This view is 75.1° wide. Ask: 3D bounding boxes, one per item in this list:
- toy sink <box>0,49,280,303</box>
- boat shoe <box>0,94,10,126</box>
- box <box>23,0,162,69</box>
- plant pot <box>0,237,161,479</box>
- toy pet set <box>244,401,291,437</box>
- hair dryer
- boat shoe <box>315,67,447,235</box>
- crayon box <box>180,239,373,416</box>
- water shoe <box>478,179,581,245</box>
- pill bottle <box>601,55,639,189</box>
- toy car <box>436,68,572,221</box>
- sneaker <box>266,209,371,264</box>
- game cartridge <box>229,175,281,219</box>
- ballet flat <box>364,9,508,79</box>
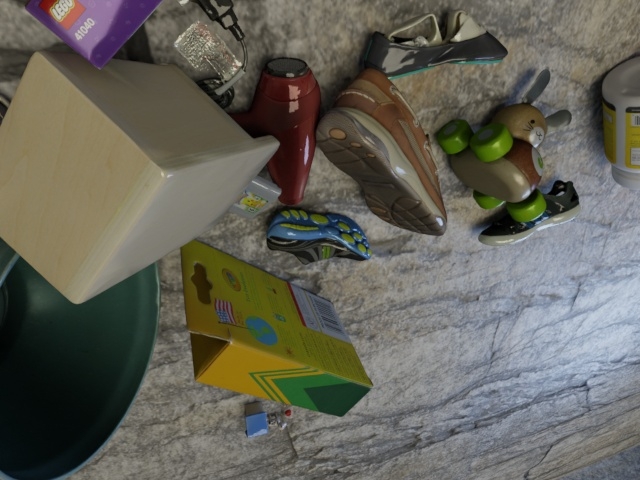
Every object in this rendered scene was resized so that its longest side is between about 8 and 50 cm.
[{"bbox_3d":[-0.166,-0.075,0.407,0.131,0.234,0.153,44,114,-2],"label":"toy sink"},{"bbox_3d":[-0.399,-0.070,0.437,0.206,0.065,0.075,-41,129,10],"label":"boat shoe"},{"bbox_3d":[-0.094,-0.280,0.322,0.293,0.201,0.057,-42,129,9],"label":"box"},{"bbox_3d":[-0.343,0.097,0.469,0.196,0.293,0.293,5,126,7],"label":"plant pot"},{"bbox_3d":[-0.102,0.367,0.876,0.114,0.065,0.122,-6,125,-19],"label":"toy pet set"},{"bbox_3d":[-0.107,-0.150,0.513,0.223,0.080,0.293,-31,128,24],"label":"hair dryer"},{"bbox_3d":[0.118,-0.105,0.589,0.324,0.123,0.116,41,70,-53],"label":"boat shoe"},{"bbox_3d":[-0.084,0.132,0.626,0.318,0.202,0.081,31,109,-35],"label":"crayon box"},{"bbox_3d":[0.382,-0.054,0.781,0.203,0.073,0.080,-21,103,-7],"label":"water shoe"},{"bbox_3d":[0.549,-0.191,0.703,0.119,0.119,0.208,-34,130,4],"label":"pill bottle"},{"bbox_3d":[0.303,-0.154,0.627,0.188,0.149,0.155,-45,119,-2],"label":"toy car"},{"bbox_3d":[0.000,0.000,0.663,0.188,0.067,0.078,10,141,-30],"label":"sneaker"},{"bbox_3d":[-0.097,-0.058,0.555,0.056,0.017,0.083,27,141,-28],"label":"game cartridge"},{"bbox_3d":[0.153,-0.253,0.530,0.203,0.074,0.074,-13,128,-11],"label":"ballet flat"}]
